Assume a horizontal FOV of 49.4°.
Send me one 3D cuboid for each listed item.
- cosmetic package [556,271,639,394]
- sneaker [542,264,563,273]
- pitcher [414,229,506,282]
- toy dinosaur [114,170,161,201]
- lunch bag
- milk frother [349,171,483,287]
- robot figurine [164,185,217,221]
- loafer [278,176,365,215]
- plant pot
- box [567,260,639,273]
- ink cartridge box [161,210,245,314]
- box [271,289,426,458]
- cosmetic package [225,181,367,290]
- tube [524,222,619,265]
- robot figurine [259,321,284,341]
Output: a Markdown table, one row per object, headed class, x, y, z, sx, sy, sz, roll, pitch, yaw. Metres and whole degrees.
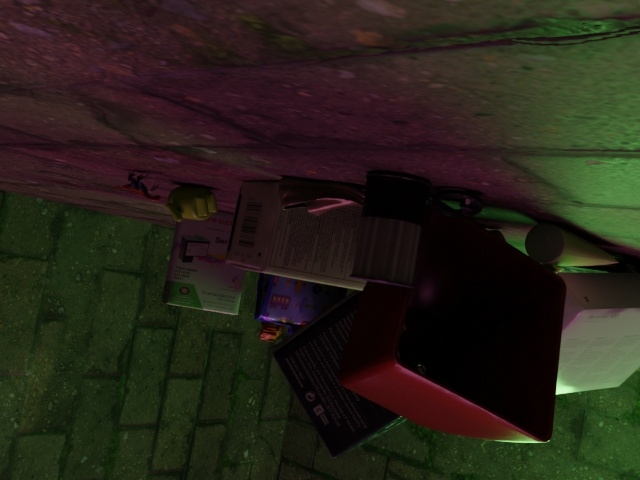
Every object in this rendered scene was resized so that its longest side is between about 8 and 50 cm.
| class | x | y | z | sx | sy | sz | roll | pitch | yaw |
| --- | --- | --- | --- | --- | --- | --- | --- | --- | --- |
| cosmetic package | 0.537 | 0.188 | 1.378 | 0.377 | 0.097 | 0.284 | 2 | 137 | -31 |
| sneaker | 0.540 | 0.060 | 1.570 | 0.083 | 0.035 | 0.031 | 7 | 176 | 45 |
| pitcher | 0.196 | 0.039 | 1.216 | 0.207 | 0.125 | 0.178 | 8 | 136 | -27 |
| toy dinosaur | -0.332 | -0.093 | 1.300 | 0.047 | 0.090 | 0.082 | 30 | -154 | -51 |
| lunch bag | -0.040 | 0.103 | 1.803 | 0.221 | 0.293 | 0.138 | 12 | 176 | -25 |
| milk frother | 0.123 | -0.006 | 0.882 | 0.143 | 0.135 | 0.129 | 8 | 177 | 22 |
| robot figurine | -0.258 | -0.075 | 1.390 | 0.115 | 0.067 | 0.101 | 6 | -155 | 37 |
| loafer | 0.005 | -0.060 | 1.028 | 0.148 | 0.050 | 0.056 | 9 | 176 | 23 |
| plant pot | 0.176 | 0.146 | 1.050 | 0.267 | 0.267 | 0.236 | 30 | 146 | -17 |
| box | 0.583 | 0.056 | 1.449 | 0.162 | 0.029 | 0.116 | 7 | 174 | 28 |
| ink cartridge box | -0.313 | 0.054 | 1.935 | 0.201 | 0.278 | 0.117 | 11 | 173 | -17 |
| box | 0.217 | 0.253 | 1.698 | 0.472 | 0.297 | 0.480 | -38 | 162 | 13 |
| cosmetic package | 0.000 | 0.000 | 1.220 | 0.296 | 0.153 | 0.129 | 14 | 176 | -37 |
| tube | 0.400 | 0.016 | 1.110 | 0.062 | 0.070 | 0.240 | -39 | 154 | 27 |
| robot figurine | -0.070 | 0.165 | 1.936 | 0.211 | 0.291 | 0.085 | 18 | 138 | -9 |
